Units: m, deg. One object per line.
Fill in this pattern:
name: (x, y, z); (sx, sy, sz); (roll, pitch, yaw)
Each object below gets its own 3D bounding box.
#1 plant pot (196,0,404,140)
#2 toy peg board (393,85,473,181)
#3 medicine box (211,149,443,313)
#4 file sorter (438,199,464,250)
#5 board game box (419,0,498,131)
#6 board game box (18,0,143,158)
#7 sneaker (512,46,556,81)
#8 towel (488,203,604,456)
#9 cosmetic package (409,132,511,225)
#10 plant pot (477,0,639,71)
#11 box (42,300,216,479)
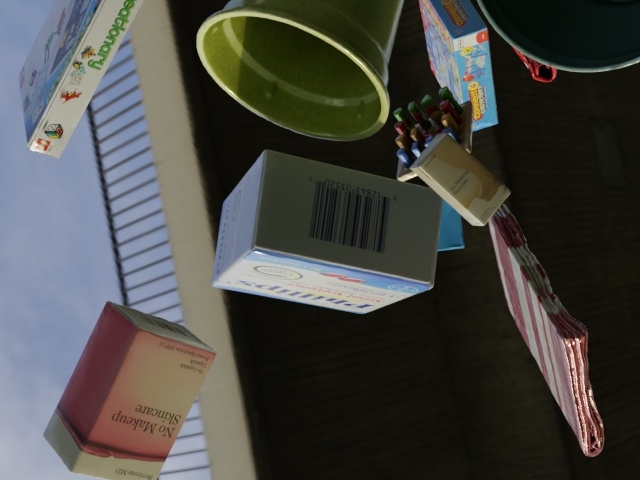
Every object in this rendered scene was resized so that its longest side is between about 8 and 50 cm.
plant pot: (0.006, -0.320, 1.278); (0.276, 0.276, 0.253); (37, -115, -33)
toy peg board: (0.212, -0.219, 1.831); (0.079, 0.161, 0.160); (48, -145, -30)
medicine box: (0.000, 0.000, 1.362); (0.264, 0.289, 0.149); (12, -106, -15)
file sorter: (0.203, -0.040, 1.912); (0.104, 0.171, 0.118); (-63, -34, -80)
board game box: (0.344, -0.485, 2.335); (0.301, 0.086, 0.308); (71, -179, -46)
board game box: (-0.338, -0.291, 1.294); (0.053, 0.305, 0.193); (16, -146, -35)
sneaker: (0.459, -0.441, 2.033); (0.221, 0.087, 0.128); (39, -159, -26)
towel: (0.321, 0.118, 1.330); (0.329, 0.037, 0.237); (-106, -3, -55)
cosmetic package: (0.176, -0.077, 1.162); (0.115, 0.041, 0.060); (40, -96, -12)
plant pot: (0.349, -0.365, 1.114); (0.196, 0.293, 0.293); (-32, -81, -55)
box: (-0.285, 0.230, 1.380); (0.149, 0.127, 0.232); (24, -89, -38)
